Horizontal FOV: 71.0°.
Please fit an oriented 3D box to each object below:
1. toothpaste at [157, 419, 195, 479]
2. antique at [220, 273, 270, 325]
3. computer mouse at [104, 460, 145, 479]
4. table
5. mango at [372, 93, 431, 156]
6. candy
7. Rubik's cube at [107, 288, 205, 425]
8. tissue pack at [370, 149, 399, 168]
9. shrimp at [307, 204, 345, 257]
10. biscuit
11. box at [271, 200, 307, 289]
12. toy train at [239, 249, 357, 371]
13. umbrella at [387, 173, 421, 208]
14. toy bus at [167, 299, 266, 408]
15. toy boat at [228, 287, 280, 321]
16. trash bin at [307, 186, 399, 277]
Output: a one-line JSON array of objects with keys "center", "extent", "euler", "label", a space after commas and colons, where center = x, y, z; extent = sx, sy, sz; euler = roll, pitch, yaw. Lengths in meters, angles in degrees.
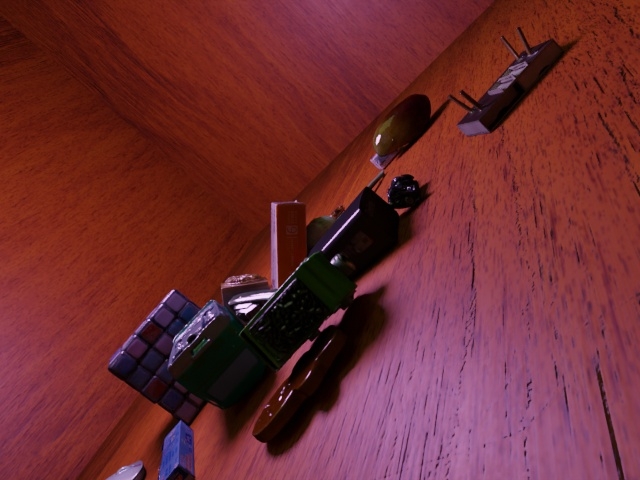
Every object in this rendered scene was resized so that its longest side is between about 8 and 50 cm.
[{"center": [-0.335, 0.508, 1.055], "extent": [0.066, 0.053, 0.272], "euler": [-47, 10, -13], "label": "toothpaste"}, {"center": [-0.228, 0.181, 1.390], "extent": [0.152, 0.148, 0.146], "euler": [-8, 1, -14], "label": "antique"}, {"center": [-0.610, 0.732, 1.232], "extent": [0.288, 0.097, 0.159], "euler": [-55, 11, -27], "label": "computer mouse"}, {"center": [0.408, -0.369, 1.032], "extent": [0.240, 0.111, 0.121], "euler": [-48, 12, 1], "label": "table"}, {"center": [0.287, -0.399, 1.551], "extent": [0.267, 0.133, 0.111], "euler": [-47, -7, -3], "label": "mango"}, {"center": [0.094, -0.102, 1.421], "extent": [0.440, 0.119, 0.119], "euler": [-47, 8, -37], "label": "candy"}, {"center": [-0.454, 0.356, 1.409], "extent": [0.287, 0.292, 0.293], "euler": [-54, 10, -23], "label": "Rubik's cube"}, {"center": [0.234, -0.310, 1.635], "extent": [0.094, 0.059, 0.074], "euler": [-47, 9, 3], "label": "tissue pack"}, {"center": [0.000, 0.000, 1.501], "extent": [0.287, 0.063, 0.152], "euler": [-56, 2, -27], "label": "shrimp"}, {"center": [-0.035, 0.251, 0.791], "extent": [0.236, 0.039, 0.180], "euler": [-50, 3, -5], "label": "biscuit"}, {"center": [-0.096, 0.022, 1.312], "extent": [0.221, 0.091, 0.274], "euler": [-143, 52, -78], "label": "box"}, {"center": [-0.034, 0.127, 0.873], "extent": [0.243, 0.132, 0.188], "euler": [-48, -6, 11], "label": "toy train"}, {"center": [0.205, -0.133, 1.134], "extent": [0.080, 0.071, 0.224], "euler": [-7, 13, 8], "label": "umbrella"}, {"center": [-0.257, 0.280, 1.138], "extent": [0.183, 0.199, 0.343], "euler": [-48, 11, -11], "label": "toy bus"}, {"center": [-0.130, 0.172, 1.175], "extent": [0.260, 0.078, 0.085], "euler": [-8, 39, 30], "label": "toy boat"}, {"center": [0.066, 0.006, 1.067], "extent": [0.225, 0.115, 0.165], "euler": [-45, 11, 27], "label": "trash bin"}]
